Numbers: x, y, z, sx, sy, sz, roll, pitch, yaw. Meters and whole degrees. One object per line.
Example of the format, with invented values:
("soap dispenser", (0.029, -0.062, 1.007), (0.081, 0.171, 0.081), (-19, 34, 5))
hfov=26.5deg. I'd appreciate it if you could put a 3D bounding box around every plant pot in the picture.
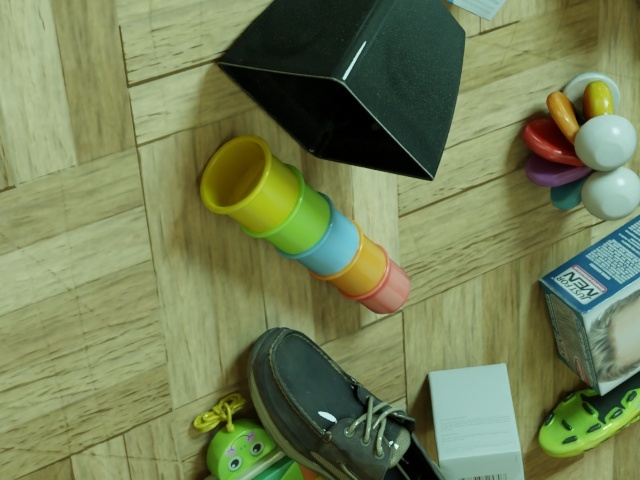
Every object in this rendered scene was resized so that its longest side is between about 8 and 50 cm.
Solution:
("plant pot", (0.042, -0.191, 1.425), (0.187, 0.188, 0.167), (42, 70, -42))

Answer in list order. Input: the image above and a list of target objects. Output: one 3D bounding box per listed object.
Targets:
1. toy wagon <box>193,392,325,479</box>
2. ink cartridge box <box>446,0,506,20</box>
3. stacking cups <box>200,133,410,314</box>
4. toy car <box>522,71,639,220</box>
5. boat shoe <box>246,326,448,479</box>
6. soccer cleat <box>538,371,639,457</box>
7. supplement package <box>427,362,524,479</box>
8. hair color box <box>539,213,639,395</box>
("toy wagon", (-0.070, 0.338, 1.659), (0.267, 0.068, 0.344), (-33, 128, -22))
("ink cartridge box", (0.182, -0.352, 1.470), (0.139, 0.082, 0.190), (15, 125, -41))
("stacking cups", (0.000, 0.000, 1.529), (0.316, 0.096, 0.096), (38, 86, -42))
("toy car", (0.324, -0.112, 1.714), (0.136, 0.159, 0.182), (-11, 125, 6))
("boat shoe", (0.056, 0.232, 1.605), (0.355, 0.130, 0.132), (51, 46, -22))
("soccer cleat", (0.443, 0.247, 2.001), (0.289, 0.093, 0.121), (-33, 135, -21))
("supplement package", (0.200, 0.255, 1.738), (0.105, 0.179, 0.105), (-8, 122, 6))
("hair color box", (0.485, 0.047, 1.887), (0.347, 0.105, 0.174), (-31, 131, -11))
